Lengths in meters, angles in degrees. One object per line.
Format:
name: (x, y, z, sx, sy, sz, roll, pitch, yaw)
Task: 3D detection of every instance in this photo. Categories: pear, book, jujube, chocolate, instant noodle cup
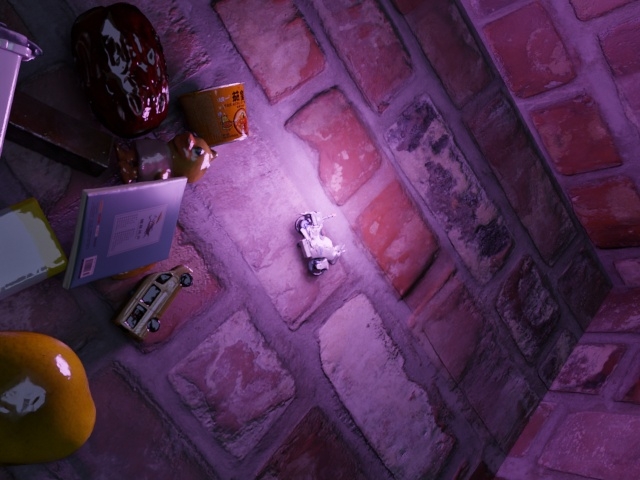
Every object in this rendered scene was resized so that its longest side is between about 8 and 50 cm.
pear: (-0.728, 0.397, 1.608, 0.386, 0.191, 0.340, 39, 64, -24)
book: (-0.496, -0.029, 1.705, 0.379, 0.031, 0.264, -21, 134, -62)
jujube: (-0.546, -0.478, 1.807, 0.258, 0.258, 0.376, -23, 92, -35)
chocolate: (-0.718, -0.289, 1.753, 0.321, 0.112, 0.111, 24, 63, -30)
instant noodle cup: (-0.315, -0.378, 1.989, 0.216, 0.216, 0.172, -21, 105, -35)

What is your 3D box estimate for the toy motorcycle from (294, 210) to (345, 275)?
toy motorcycle: (0.000, 0.000, 2.221, 0.150, 0.102, 0.221, -21, 97, -22)

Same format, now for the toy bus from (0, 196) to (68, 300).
toy bus: (-0.846, 0.079, 1.527, 0.440, 0.249, 0.209, -29, 101, -34)

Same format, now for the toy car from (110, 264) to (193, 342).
toy car: (-0.477, 0.160, 1.866, 0.124, 0.101, 0.256, 41, 64, -20)

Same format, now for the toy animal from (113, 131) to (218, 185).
toy animal: (-0.434, -0.225, 1.880, 0.281, 0.169, 0.195, -17, 59, -12)

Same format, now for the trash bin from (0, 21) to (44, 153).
trash bin: (-0.826, -0.323, 1.497, 0.296, 0.256, 0.367, 7, 87, -60)

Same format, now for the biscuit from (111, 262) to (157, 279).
biscuit: (-0.532, -0.004, 1.883, 0.203, 0.041, 0.260, 36, 64, -26)
